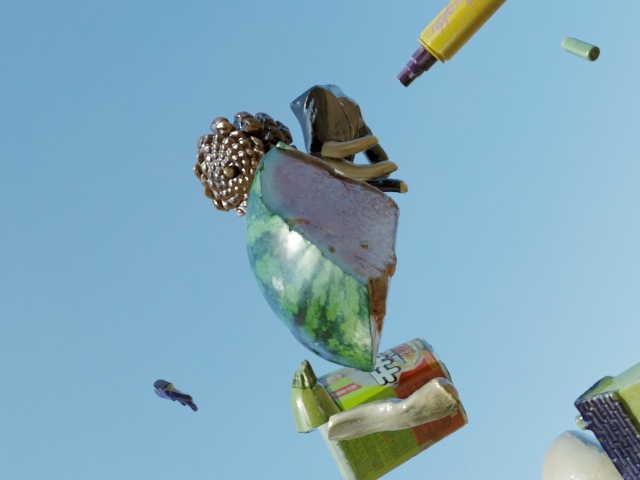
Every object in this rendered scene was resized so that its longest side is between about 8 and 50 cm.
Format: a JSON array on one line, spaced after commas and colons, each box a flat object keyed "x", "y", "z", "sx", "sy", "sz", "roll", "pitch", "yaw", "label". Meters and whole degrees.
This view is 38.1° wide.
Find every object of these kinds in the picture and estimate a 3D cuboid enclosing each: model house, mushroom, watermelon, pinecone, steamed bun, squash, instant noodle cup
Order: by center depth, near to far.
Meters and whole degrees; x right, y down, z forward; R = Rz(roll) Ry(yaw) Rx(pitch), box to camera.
[{"x": 0.100, "y": 0.244, "z": 1.322, "sx": 0.202, "sy": 0.054, "sz": 0.059, "roll": -20, "pitch": -59, "yaw": 13, "label": "mushroom"}, {"x": -0.010, "y": 0.016, "z": 1.442, "sx": 0.222, "sy": 0.292, "sz": 0.319, "roll": 38, "pitch": -109, "yaw": -82, "label": "watermelon"}, {"x": 0.554, "y": 0.301, "z": 1.554, "sx": 0.211, "sy": 0.193, "sz": 0.170, "roll": -33, "pitch": -1, "yaw": 15, "label": "model house"}, {"x": 0.532, "y": 0.475, "z": 1.693, "sx": 0.283, "sy": 0.283, "sz": 0.177, "roll": 30, "pitch": -93, "yaw": -54, "label": "steamed bun"}, {"x": -0.127, "y": -0.149, "z": 1.731, "sx": 0.208, "sy": 0.208, "sz": 0.207, "roll": -28, "pitch": -44, "yaw": -31, "label": "pinecone"}, {"x": -0.028, "y": 0.310, "z": 1.885, "sx": 0.105, "sy": 0.105, "sz": 0.132, "roll": -28, "pitch": -85, "yaw": -32, "label": "squash"}, {"x": 0.145, "y": 0.378, "z": 2.087, "sx": 0.308, "sy": 0.294, "sz": 0.293, "roll": -27, "pitch": -41, "yaw": -4, "label": "instant noodle cup"}]

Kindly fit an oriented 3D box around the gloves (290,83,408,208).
[{"x": 0.066, "y": -0.184, "z": 1.899, "sx": 0.152, "sy": 0.301, "sz": 0.197, "roll": -51, "pitch": -17, "yaw": 26, "label": "gloves"}]

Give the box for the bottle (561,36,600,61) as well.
[{"x": 0.489, "y": -0.361, "z": 1.747, "sx": 0.030, "sy": 0.083, "sz": 0.030, "roll": -12, "pitch": -60, "yaw": -22, "label": "bottle"}]

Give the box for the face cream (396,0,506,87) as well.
[{"x": 0.248, "y": -0.399, "z": 1.756, "sx": 0.273, "sy": 0.078, "sz": 0.078, "roll": -46, "pitch": -34, "yaw": 13, "label": "face cream"}]

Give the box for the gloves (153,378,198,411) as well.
[{"x": -0.242, "y": 0.263, "z": 1.560, "sx": 0.086, "sy": 0.064, "sz": 0.026, "roll": 51, "pitch": -122, "yaw": -48, "label": "gloves"}]
